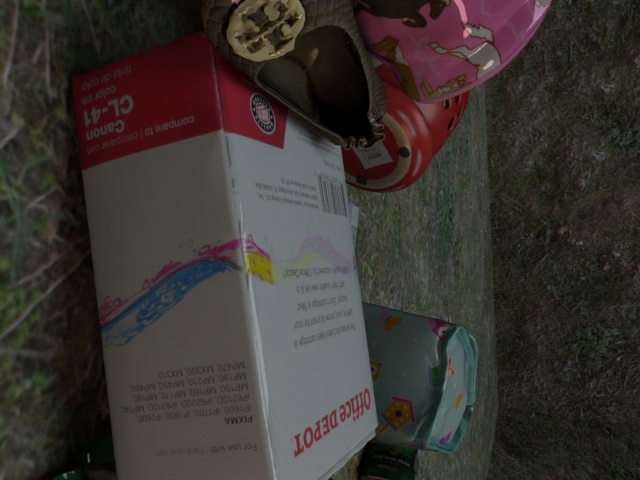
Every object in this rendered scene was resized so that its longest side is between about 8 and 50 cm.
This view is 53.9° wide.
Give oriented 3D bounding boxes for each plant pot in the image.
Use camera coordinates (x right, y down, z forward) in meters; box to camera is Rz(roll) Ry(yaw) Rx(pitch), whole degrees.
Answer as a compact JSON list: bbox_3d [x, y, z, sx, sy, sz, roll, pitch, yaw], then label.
[{"bbox_3d":[0.081,-0.171,0.829,0.174,0.191,0.191,-56,143,-37],"label":"plant pot"}]

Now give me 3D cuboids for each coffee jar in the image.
[{"bbox_3d":[0.137,0.372,1.122,0.184,0.096,0.079,-59,147,-50],"label":"coffee jar"}]

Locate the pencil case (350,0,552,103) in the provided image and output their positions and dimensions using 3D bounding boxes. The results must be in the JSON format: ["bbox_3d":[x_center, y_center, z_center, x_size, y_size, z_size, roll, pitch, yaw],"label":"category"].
[{"bbox_3d":[0.003,-0.261,0.439,0.386,0.167,0.160,34,94,-23],"label":"pencil case"}]

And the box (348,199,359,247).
[{"bbox_3d":[0.000,0.000,0.829,0.186,0.038,0.145,31,63,-66],"label":"box"}]

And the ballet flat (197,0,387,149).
[{"bbox_3d":[-0.001,-0.113,0.436,0.058,0.084,0.250,69,14,15],"label":"ballet flat"}]

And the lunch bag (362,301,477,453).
[{"bbox_3d":[0.071,0.162,0.774,0.262,0.223,0.160,41,62,-62],"label":"lunch bag"}]

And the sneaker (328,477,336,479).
[{"bbox_3d":[-0.056,0.298,0.650,0.235,0.094,0.090,-19,112,-64],"label":"sneaker"}]

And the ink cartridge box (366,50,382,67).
[{"bbox_3d":[0.008,-0.230,0.658,0.223,0.045,0.224,-140,-136,-70],"label":"ink cartridge box"}]

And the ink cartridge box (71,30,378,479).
[{"bbox_3d":[-0.060,0.027,0.502,0.226,0.131,0.306,7,75,-68],"label":"ink cartridge box"}]

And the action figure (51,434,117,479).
[{"bbox_3d":[-0.161,0.274,0.442,0.137,0.063,0.232,-27,121,-68],"label":"action figure"}]
